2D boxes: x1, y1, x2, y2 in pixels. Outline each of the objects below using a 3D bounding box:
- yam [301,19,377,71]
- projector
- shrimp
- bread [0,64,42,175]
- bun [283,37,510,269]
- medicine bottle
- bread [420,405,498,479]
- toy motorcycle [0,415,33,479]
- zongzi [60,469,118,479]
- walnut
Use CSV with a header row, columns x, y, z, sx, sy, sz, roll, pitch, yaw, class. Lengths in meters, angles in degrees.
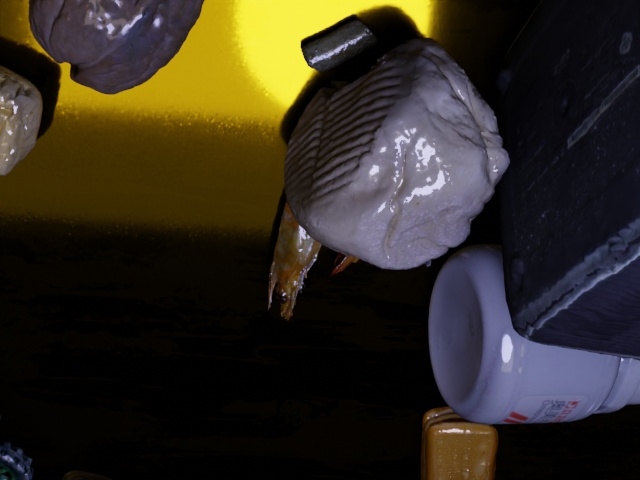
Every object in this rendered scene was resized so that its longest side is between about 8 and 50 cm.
x,y,z,sx,sy,sz,roll,pitch,yaw,class
0.023,-0.249,1.020,0.094,0.043,0.043,-27,114,7,yam
0.355,-0.119,0.834,0.242,0.405,0.395,9,154,-10,projector
0.000,0.000,1.125,0.150,0.068,0.249,25,105,-19,shrimp
-0.469,-0.169,0.982,0.236,0.106,0.140,16,114,-11,bread
0.096,-0.087,0.965,0.205,0.281,0.281,28,110,-26,bun
0.328,0.128,1.109,0.306,0.245,0.245,1,115,-12,medicine bottle
0.225,0.364,1.305,0.116,0.077,0.200,-5,117,-4,bread
-0.579,0.241,1.134,0.237,0.169,0.410,-13,116,3,toy motorcycle
-0.240,0.422,1.280,0.317,0.154,0.289,-42,109,-7,zongzi
-0.227,-0.285,0.920,0.230,0.178,0.178,-45,111,3,walnut
